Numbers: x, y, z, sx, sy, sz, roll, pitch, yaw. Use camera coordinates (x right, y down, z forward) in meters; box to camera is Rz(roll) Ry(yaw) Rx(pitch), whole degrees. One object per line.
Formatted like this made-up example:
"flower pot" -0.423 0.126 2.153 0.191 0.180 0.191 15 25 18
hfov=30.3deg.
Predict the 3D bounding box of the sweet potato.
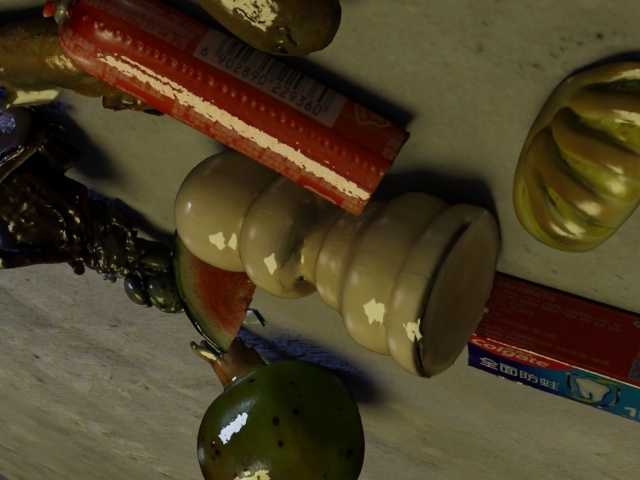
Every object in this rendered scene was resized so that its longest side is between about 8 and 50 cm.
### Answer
"sweet potato" -0.099 -0.200 0.695 0.273 0.075 0.075 34 154 -12

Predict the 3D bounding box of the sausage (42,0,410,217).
"sausage" -0.073 -0.109 0.843 0.274 0.074 0.074 27 156 -2

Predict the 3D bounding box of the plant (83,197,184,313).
"plant" -0.202 0.015 1.215 0.174 0.087 0.085 37 -168 -4

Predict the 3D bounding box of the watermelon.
"watermelon" -0.100 0.030 1.169 0.094 0.125 0.135 -13 123 11

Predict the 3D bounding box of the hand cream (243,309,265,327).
"hand cream" -0.104 0.083 1.331 0.093 0.019 0.030 1 145 31

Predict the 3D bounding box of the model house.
"model house" -0.298 -0.059 1.122 0.203 0.141 0.164 30 176 40

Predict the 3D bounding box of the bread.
"bread" 0.166 -0.040 0.736 0.083 0.094 0.157 23 164 -3

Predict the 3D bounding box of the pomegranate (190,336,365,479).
"pomegranate" -0.061 0.208 1.339 0.246 0.198 0.198 54 148 -13

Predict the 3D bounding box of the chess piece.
"chess piece" 0.000 0.000 0.939 0.261 0.142 0.142 22 156 24

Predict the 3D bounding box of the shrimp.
"shrimp" -0.234 -0.131 0.968 0.262 0.066 0.117 8 150 37

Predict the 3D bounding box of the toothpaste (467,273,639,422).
"toothpaste" 0.277 0.111 0.956 0.320 0.066 0.076 18 154 18
